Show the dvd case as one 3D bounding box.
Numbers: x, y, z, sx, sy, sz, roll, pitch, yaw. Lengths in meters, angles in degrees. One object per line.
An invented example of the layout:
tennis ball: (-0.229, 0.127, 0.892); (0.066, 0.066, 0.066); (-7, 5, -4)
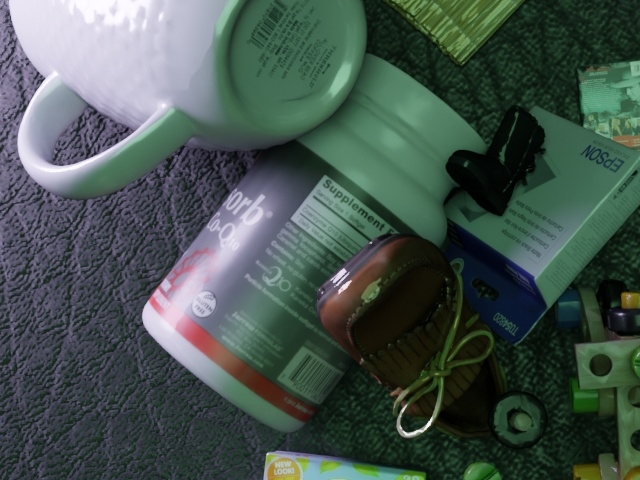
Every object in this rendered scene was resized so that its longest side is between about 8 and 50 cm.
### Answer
dvd case: (0.328, -0.136, 1.544); (0.087, 0.013, 0.119); (-6, 85, 6)

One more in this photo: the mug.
mug: (-0.147, -0.190, 1.392); (0.374, 0.276, 0.328); (-48, 40, -11)

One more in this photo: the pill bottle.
pill bottle: (0.000, 0.000, 1.471); (0.210, 0.210, 0.363); (37, 89, 9)

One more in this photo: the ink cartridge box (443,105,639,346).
ink cartridge box: (0.211, -0.023, 1.453); (0.045, 0.223, 0.224); (40, 90, -27)

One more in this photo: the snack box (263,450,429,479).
snack box: (0.019, 0.337, 1.507); (0.175, 0.070, 0.207); (5, 83, 8)

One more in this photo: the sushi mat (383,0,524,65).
sushi mat: (0.209, -0.354, 1.576); (0.151, 0.019, 0.316); (44, 90, 10)

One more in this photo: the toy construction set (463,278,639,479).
toy construction set: (0.326, 0.172, 1.304); (0.309, 0.237, 0.257); (22, 85, 1)

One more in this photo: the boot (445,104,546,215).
boot: (0.177, -0.089, 1.407); (0.045, 0.121, 0.099); (23, 79, 36)

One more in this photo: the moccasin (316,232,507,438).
moccasin: (0.101, 0.108, 1.357); (0.139, 0.380, 0.147); (-38, 60, -5)
